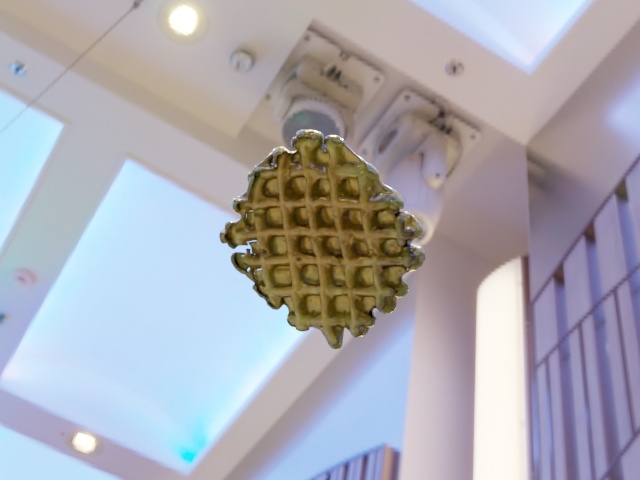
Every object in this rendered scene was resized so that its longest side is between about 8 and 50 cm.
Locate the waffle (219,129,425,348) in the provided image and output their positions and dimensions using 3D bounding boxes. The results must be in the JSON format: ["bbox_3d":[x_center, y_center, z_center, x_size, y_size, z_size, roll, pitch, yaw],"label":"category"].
[{"bbox_3d":[0.000,0.000,0.947,0.183,0.036,0.169,46,-67,11],"label":"waffle"}]
